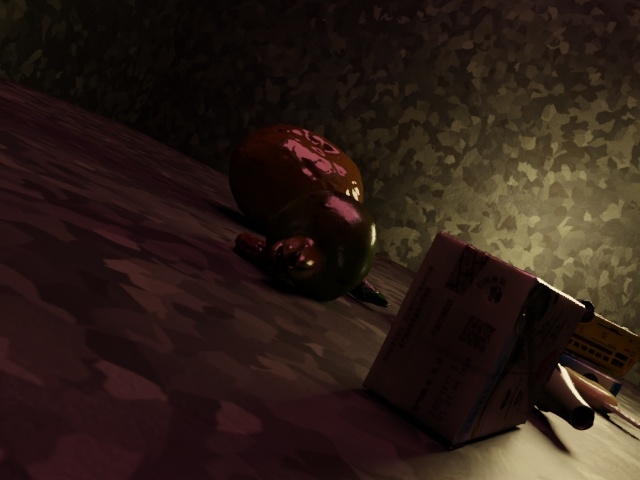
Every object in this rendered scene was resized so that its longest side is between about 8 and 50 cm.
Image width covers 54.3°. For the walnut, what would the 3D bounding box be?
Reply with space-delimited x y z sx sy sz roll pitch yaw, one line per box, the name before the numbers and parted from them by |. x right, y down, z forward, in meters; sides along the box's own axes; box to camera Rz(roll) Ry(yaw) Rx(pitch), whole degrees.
walnut | -0.070 -0.158 1.759 0.398 0.307 0.354 28 3 -9

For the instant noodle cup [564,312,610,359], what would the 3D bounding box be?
instant noodle cup | 0.730 0.277 1.979 0.297 0.213 0.296 26 4 -2

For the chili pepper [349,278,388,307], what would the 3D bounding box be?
chili pepper | 0.065 0.086 1.344 0.227 0.059 0.088 32 2 38

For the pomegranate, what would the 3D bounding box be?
pomegranate | -0.003 -0.010 1.086 0.241 0.159 0.189 11 41 -43

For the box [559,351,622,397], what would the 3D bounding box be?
box | 0.696 0.362 1.686 0.194 0.073 0.139 30 4 35

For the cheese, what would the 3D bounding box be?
cheese | 0.661 0.378 1.457 0.127 0.050 0.255 27 5 -20

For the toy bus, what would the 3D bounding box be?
toy bus | 0.764 0.270 1.731 0.331 0.151 0.145 27 -4 -9

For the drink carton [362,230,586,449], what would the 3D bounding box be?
drink carton | 0.204 0.123 0.770 0.132 0.194 0.325 27 4 31

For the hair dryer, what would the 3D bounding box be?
hair dryer | 0.347 0.242 1.026 0.225 0.088 0.219 14 4 -21

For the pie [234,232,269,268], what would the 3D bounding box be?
pie | -0.094 0.031 1.177 0.154 0.038 0.153 29 2 -1
